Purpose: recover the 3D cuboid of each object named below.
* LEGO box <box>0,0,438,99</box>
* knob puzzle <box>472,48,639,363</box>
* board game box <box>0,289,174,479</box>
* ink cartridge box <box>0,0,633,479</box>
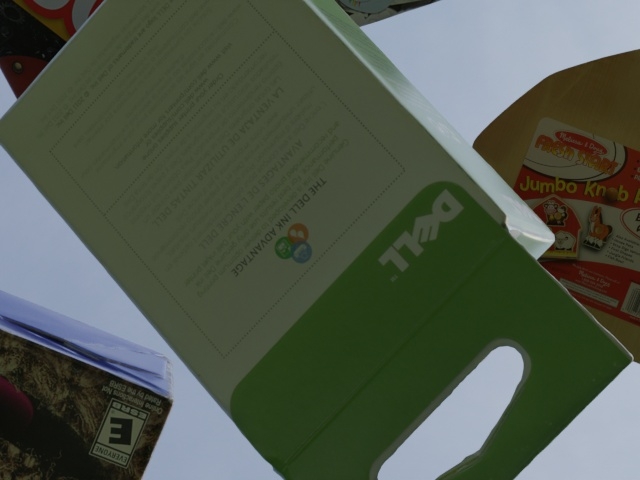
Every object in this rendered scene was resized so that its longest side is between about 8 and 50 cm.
[{"bbox_3d":[-0.104,-0.362,1.037,0.500,0.372,0.193,64,-149,-19],"label":"LEGO box"},{"bbox_3d":[0.190,-0.032,1.120,0.213,0.030,0.213,-1,-93,19],"label":"knob puzzle"},{"bbox_3d":[-0.247,0.170,1.025,0.232,0.141,0.291,22,-87,-7],"label":"board game box"},{"bbox_3d":[0.000,0.000,0.558,0.109,0.062,0.209,-46,-110,12],"label":"ink cartridge box"}]
